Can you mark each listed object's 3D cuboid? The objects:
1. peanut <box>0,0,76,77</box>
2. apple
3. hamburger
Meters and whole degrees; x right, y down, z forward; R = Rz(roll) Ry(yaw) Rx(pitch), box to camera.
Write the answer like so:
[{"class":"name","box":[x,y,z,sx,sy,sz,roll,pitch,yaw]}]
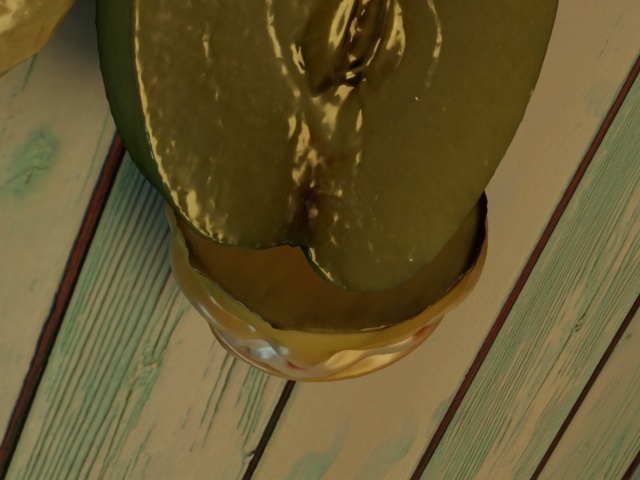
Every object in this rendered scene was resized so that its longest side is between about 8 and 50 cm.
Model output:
[{"class":"peanut","box":[-0.279,-0.128,0.904,0.274,0.111,0.125,-30,180,-21]},{"class":"apple","box":[0.004,-0.156,1.022,0.311,0.320,0.360,-29,138,-84]},{"class":"hamburger","box":[0.000,0.000,1.260,0.276,0.276,0.237,-39,167,-16]}]
